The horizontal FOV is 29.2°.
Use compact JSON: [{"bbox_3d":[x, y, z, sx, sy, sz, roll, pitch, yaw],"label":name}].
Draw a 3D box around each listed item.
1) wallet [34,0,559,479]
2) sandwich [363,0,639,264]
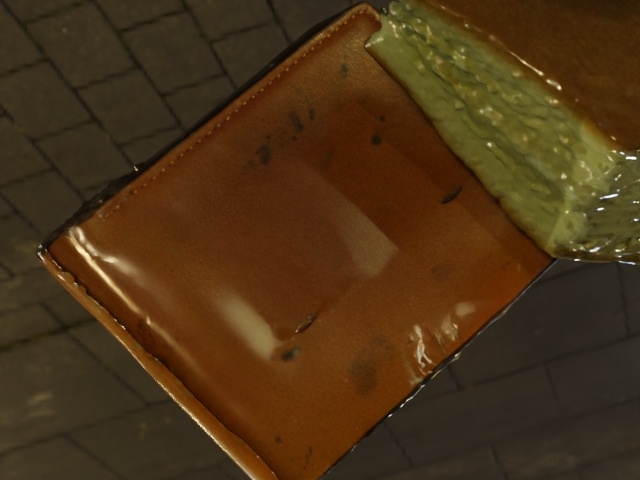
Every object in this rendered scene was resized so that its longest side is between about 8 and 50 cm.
[{"bbox_3d":[0.000,0.001,0.554,0.195,0.161,0.042,-43,175,-19],"label":"wallet"},{"bbox_3d":[0.148,-0.050,0.516,0.258,0.096,0.094,2,154,-14],"label":"sandwich"}]
